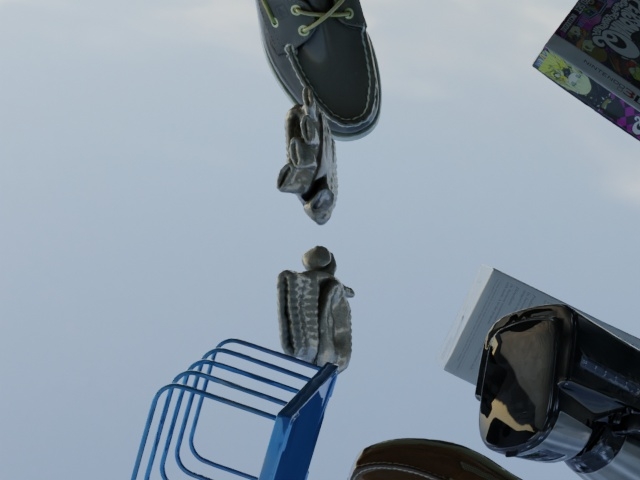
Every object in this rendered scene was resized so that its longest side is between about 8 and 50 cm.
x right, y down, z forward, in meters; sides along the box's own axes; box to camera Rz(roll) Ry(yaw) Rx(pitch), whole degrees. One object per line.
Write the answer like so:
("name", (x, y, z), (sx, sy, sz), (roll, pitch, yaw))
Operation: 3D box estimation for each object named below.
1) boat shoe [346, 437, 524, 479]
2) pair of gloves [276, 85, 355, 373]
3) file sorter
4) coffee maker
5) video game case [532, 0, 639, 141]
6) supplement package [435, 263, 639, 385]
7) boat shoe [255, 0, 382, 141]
("boat shoe", (0.188, 0.328, 1.996), (0.324, 0.123, 0.120), (16, -158, -3))
("pair of gloves", (0.000, 0.000, 1.495), (0.042, 0.240, 0.204), (-3, 167, 11))
("file sorter", (-0.065, 0.151, 1.294), (0.104, 0.118, 0.170), (19, -168, 9))
("coffee maker", (0.218, 0.119, 1.371), (0.178, 0.120, 0.171), (29, -141, -32))
("video game case", (0.389, -0.220, 2.063), (0.210, 0.042, 0.232), (36, -134, 4))
("supplement package", (0.276, 0.141, 2.002), (0.244, 0.134, 0.139), (26, -179, 0))
("boat shoe", (-0.015, -0.247, 1.704), (0.109, 0.305, 0.091), (-19, 175, -8))
